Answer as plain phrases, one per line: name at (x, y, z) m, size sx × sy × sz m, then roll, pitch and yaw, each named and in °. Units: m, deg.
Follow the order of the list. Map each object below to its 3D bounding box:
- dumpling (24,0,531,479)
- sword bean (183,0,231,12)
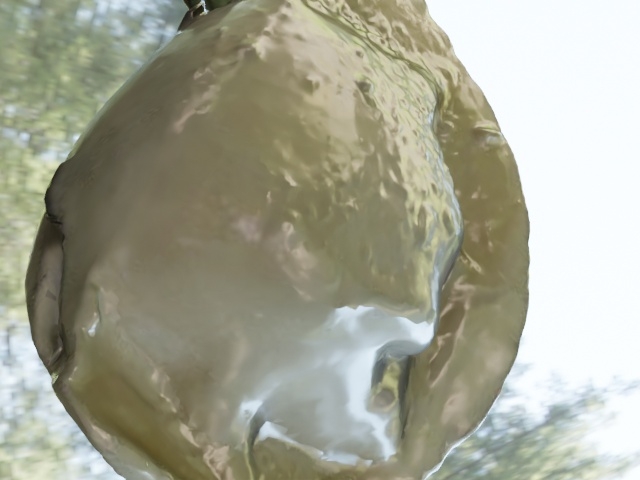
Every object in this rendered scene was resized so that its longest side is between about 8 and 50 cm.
dumpling at (0.001, 0.001, 0.830) m, size 0.227 × 0.175 × 0.243 m, roll 37°, pitch -89°, yaw -17°
sword bean at (-0.036, -0.076, 0.926) m, size 0.043 × 0.038 × 0.269 m, roll -25°, pitch -89°, yaw 30°
